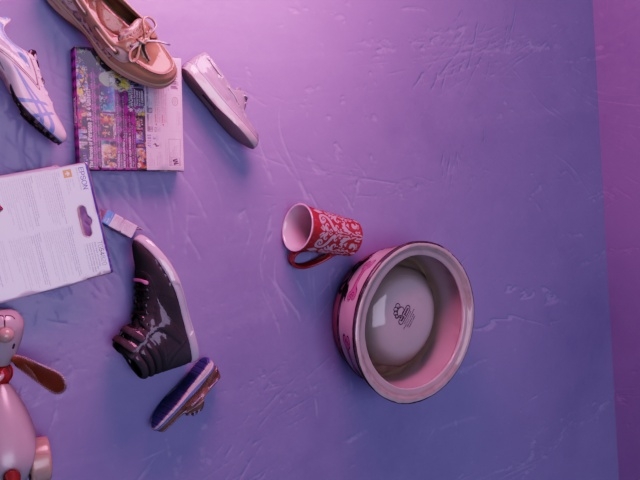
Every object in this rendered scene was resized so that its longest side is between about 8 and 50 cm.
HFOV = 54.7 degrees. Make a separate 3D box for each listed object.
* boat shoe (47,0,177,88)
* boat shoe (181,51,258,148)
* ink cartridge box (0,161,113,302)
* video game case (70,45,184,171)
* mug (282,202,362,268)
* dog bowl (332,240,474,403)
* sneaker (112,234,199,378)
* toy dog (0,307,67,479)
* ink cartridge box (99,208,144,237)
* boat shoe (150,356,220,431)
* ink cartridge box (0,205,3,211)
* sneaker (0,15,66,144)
[{"bbox_3d":[-0.379,-0.396,1.135,0.285,0.089,0.105,38,56,-18],"label":"boat shoe"},{"bbox_3d":[-0.195,-0.299,1.316,0.081,0.079,0.227,-48,115,-17],"label":"boat shoe"},{"bbox_3d":[-0.517,-0.017,1.130,0.223,0.045,0.224,-15,101,-30],"label":"ink cartridge box"},{"bbox_3d":[-0.375,-0.251,1.217,0.210,0.041,0.232,-5,96,-35],"label":"video game case"},{"bbox_3d":[-0.001,-0.009,1.479,0.169,0.150,0.113,10,52,-39],"label":"mug"},{"bbox_3d":[0.205,0.200,1.595,0.407,0.150,0.409,-4,96,-34],"label":"dog bowl"},{"bbox_3d":[-0.350,0.145,1.227,0.146,0.104,0.296,-28,113,-35],"label":"sneaker"},{"bbox_3d":[-0.549,0.302,1.067,0.220,0.160,0.334,-27,109,-32],"label":"toy dog"},{"bbox_3d":[-0.395,-0.029,1.217,0.083,0.048,0.028,33,75,-32],"label":"ink cartridge box"},{"bbox_3d":[-0.280,0.339,1.317,0.183,0.066,0.066,-48,119,-22],"label":"boat shoe"},{"bbox_3d":[-0.630,-0.080,0.998,0.127,0.072,0.175,-37,105,-6],"label":"ink cartridge box"},{"bbox_3d":[-0.516,-0.280,1.090,0.086,0.085,0.237,-38,115,-21],"label":"sneaker"}]
